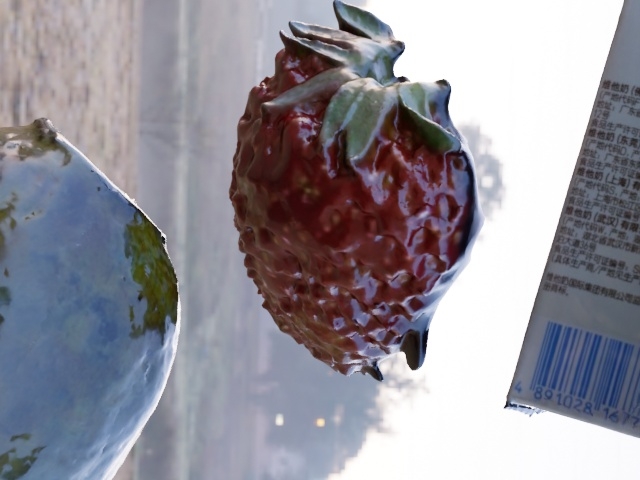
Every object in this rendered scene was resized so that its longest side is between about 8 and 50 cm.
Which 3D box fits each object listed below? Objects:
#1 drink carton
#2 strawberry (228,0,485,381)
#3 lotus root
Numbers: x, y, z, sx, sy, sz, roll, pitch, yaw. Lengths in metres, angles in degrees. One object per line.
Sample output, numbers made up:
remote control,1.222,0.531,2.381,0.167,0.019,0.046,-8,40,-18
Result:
drink carton,0.254,-0.012,0.950,0.194,0.132,0.324,19,87,-68
strawberry,0.000,0.000,0.990,0.233,0.138,0.306,50,-42,40
lotus root,-0.238,0.089,0.834,0.346,0.250,0.250,-50,-172,3
